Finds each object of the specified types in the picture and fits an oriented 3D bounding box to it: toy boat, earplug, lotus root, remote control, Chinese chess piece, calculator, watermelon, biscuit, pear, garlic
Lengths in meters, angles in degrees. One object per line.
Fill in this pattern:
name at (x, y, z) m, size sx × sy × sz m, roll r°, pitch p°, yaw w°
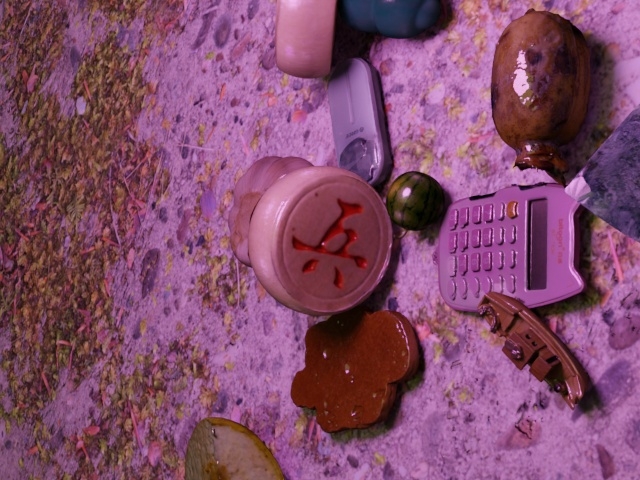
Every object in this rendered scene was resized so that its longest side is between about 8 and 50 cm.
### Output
toy boat at (0.304, 0.155, 1.527) m, size 0.206 × 0.072 × 0.064 m, roll 49°, pitch 133°, yaw 28°
earplug at (0.125, -0.468, 1.827) m, size 0.257 × 0.164 × 0.280 m, roll -39°, pitch 62°, yaw -10°
lotus root at (0.318, -0.203, 1.558) m, size 0.154 × 0.154 × 0.278 m, roll -5°, pitch 81°, yaw 44°
remote control at (0.069, -0.204, 1.871) m, size 0.104 × 0.052 × 0.247 m, roll -22°, pitch 68°, yaw 42°
Chinese chess piece at (0.000, 0.000, 1.761) m, size 0.103 × 0.249 × 0.250 m, roll 14°, pitch 92°, yaw 60°
calculator at (0.287, 0.014, 1.625) m, size 0.294 × 0.043 × 0.194 m, roll -7°, pitch 78°, yaw 47°
watermelon at (0.154, -0.060, 1.730) m, size 0.109 × 0.109 × 0.109 m, roll -11°, pitch 74°, yaw 43°
biscuit at (0.056, 0.220, 1.806) m, size 0.290 × 0.041 × 0.209 m, roll -30°, pitch 61°, yaw 38°
Chinese chess piece at (-0.018, -0.420, 1.866) m, size 0.102 × 0.273 × 0.273 m, roll 6°, pitch 90°, yaw 1°
pear at (-0.163, 0.470, 1.918) m, size 0.239 × 0.139 × 0.288 m, roll -32°, pitch 64°, yaw 53°
watermelon at (0.438, -0.058, 1.385) m, size 0.213 × 0.289 × 0.320 m, roll 154°, pitch 105°, yaw -72°
garlic at (-0.066, -0.046, 1.902) m, size 0.227 × 0.152 × 0.228 m, roll -12°, pitch 73°, yaw 47°
